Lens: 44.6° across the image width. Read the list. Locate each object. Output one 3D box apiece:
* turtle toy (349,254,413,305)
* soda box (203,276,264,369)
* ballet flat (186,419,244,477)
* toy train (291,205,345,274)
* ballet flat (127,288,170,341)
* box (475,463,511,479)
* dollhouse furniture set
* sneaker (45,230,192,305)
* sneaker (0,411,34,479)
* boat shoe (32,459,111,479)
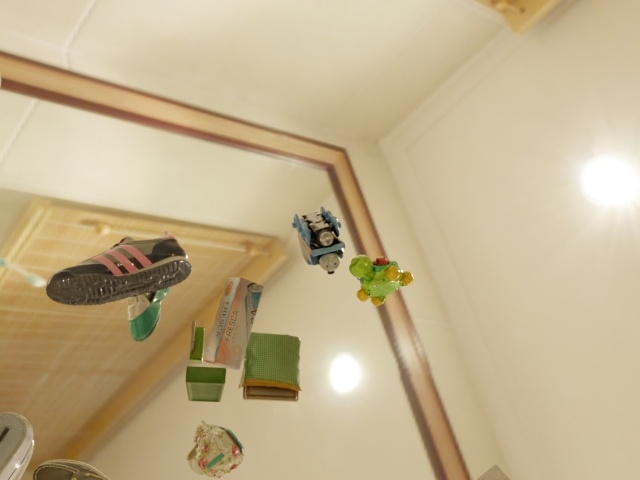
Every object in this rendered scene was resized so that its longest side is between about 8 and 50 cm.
[{"bbox_3d":[0.102,0.064,1.421,0.095,0.130,0.066,-38,-123,22],"label":"turtle toy"},{"bbox_3d":[-0.179,0.170,1.606,0.058,0.063,0.183,-3,-113,55],"label":"soda box"},{"bbox_3d":[-0.177,0.336,1.242,0.091,0.077,0.241,48,-18,5],"label":"ballet flat"},{"bbox_3d":[0.000,0.000,1.469,0.184,0.080,0.105,-133,-152,-73],"label":"toy train"},{"bbox_3d":[-0.439,0.154,1.940,0.083,0.087,0.247,-27,-156,16],"label":"ballet flat"},{"bbox_3d":[0.303,0.486,1.307,0.103,0.203,0.114,-35,-134,-12],"label":"box"},{"bbox_3d":[-0.190,0.306,2.023,0.151,0.302,0.197,105,-14,-58],"label":"dollhouse furniture set"},{"bbox_3d":[-0.461,0.058,1.761,0.131,0.319,0.112,61,-32,35],"label":"sneaker"},{"bbox_3d":[-0.466,0.354,1.032,0.094,0.258,0.091,27,-30,16],"label":"sneaker"},{"bbox_3d":[-0.532,0.585,1.796,0.305,0.091,0.109,21,-104,10],"label":"boat shoe"}]
